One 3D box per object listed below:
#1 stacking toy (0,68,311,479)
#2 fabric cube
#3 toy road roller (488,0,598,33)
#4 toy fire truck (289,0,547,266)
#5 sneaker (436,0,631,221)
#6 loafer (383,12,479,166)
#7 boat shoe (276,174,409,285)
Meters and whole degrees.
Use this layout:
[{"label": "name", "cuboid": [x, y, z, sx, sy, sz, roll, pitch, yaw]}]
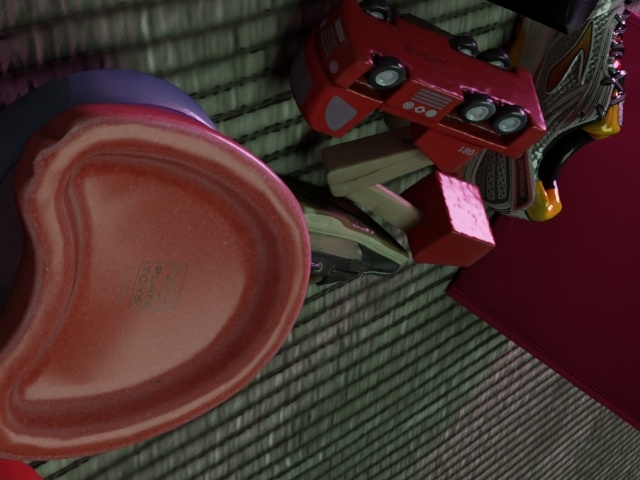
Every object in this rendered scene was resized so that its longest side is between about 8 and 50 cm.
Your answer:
[{"label": "stacking toy", "cuboid": [-0.172, 0.056, 0.659, 0.279, 0.130, 0.309, 14, 109, -38]}, {"label": "fabric cube", "cuboid": [0.303, 0.012, 1.274, 0.258, 0.254, 0.259, -59, 158, 8]}, {"label": "toy road roller", "cuboid": [0.044, -0.248, 0.493, 0.241, 0.202, 0.329, -60, 165, -20]}, {"label": "toy fire truck", "cuboid": [0.047, -0.053, 0.878, 0.192, 0.047, 0.135, 16, 138, -36]}, {"label": "sneaker", "cuboid": [0.172, -0.113, 1.052, 0.225, 0.092, 0.088, -60, 157, 12]}, {"label": "loafer", "cuboid": [0.065, -0.081, 0.931, 0.050, 0.056, 0.148, -57, 158, -10]}, {"label": "boat shoe", "cuboid": [0.000, 0.000, 0.928, 0.049, 0.056, 0.152, -53, 148, 9]}]
